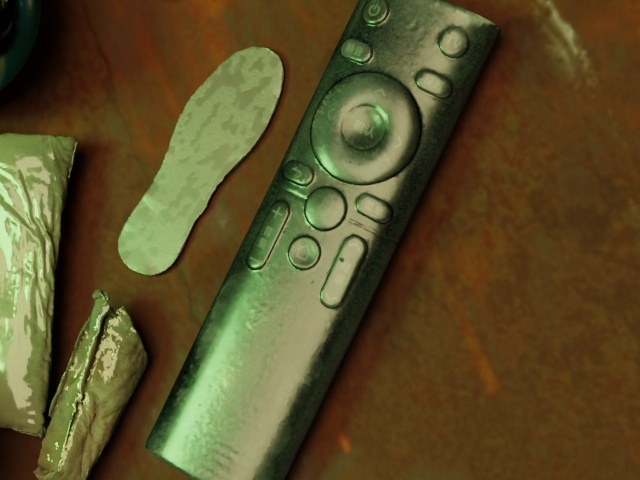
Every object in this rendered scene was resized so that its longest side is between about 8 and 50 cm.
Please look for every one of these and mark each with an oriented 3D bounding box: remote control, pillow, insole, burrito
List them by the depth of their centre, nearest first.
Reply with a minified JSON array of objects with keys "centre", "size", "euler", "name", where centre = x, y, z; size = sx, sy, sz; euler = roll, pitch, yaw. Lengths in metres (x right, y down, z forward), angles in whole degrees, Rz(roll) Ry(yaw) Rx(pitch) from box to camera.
[{"centre":[0.000,0.000,1.013],"size":[0.107,0.044,0.378],"euler":[26,91,16],"name":"remote control"},{"centre":[-0.165,0.113,1.047],"size":[0.041,0.055,0.149],"euler":[10,79,63],"name":"burrito"},{"centre":[-0.089,-0.060,1.069],"size":[0.065,0.006,0.193],"euler":[32,92,19],"name":"insole"},{"centre":[-0.260,0.028,1.088],"size":[0.148,0.050,0.230],"euler":[2,86,24],"name":"pillow"}]

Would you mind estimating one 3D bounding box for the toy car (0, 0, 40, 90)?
[{"centre":[-0.302,-0.222,1.069],"size":[0.188,0.190,0.255],"euler":[-18,108,45],"name":"toy car"}]
